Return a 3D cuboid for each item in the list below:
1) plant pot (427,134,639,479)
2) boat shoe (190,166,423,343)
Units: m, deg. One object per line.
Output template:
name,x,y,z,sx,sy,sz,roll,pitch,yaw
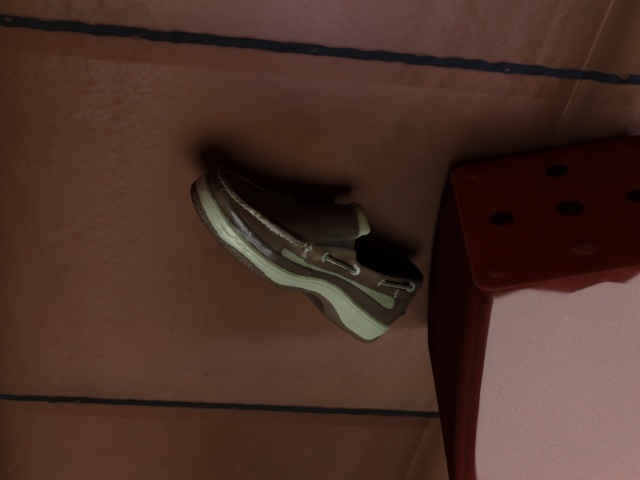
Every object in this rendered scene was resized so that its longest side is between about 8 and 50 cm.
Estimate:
plant pot,0.224,0.064,1.052,0.267,0.267,0.236,-9,126,4
boat shoe,-0.002,-0.005,1.072,0.095,0.095,0.257,-40,135,15
